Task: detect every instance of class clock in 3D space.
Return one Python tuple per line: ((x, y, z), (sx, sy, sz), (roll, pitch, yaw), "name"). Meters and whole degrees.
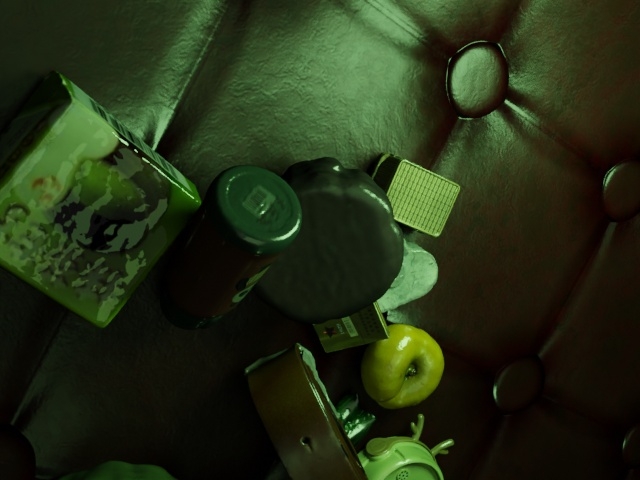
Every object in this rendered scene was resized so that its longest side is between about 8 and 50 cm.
((0.158, 0.518, 1.669), (0.235, 0.096, 0.308), (42, 84, -29), "clock")

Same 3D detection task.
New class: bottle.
((-0.159, 0.029, 1.251), (0.144, 0.336, 0.144), (15, 54, -22), "bottle")

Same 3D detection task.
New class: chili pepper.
((0.025, 0.405, 1.588), (0.098, 0.061, 0.224), (35, 91, -16), "chili pepper")

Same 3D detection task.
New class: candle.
((0.123, 0.062, 1.528), (0.192, 0.068, 0.169), (30, 92, -27), "candle")

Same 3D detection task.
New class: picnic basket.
((0.167, -0.085, 1.496), (0.164, 0.079, 0.115), (21, 96, -30), "picnic basket")

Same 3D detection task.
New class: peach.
((0.159, 0.251, 1.583), (0.179, 0.103, 0.179), (-8, 111, -22), "peach")

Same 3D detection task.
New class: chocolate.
((-0.366, -0.047, 1.207), (0.301, 0.137, 0.289), (41, 85, -31), "chocolate")

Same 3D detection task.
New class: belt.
((-0.012, 0.356, 1.451), (0.122, 0.217, 0.339), (-27, 100, 0), "belt")

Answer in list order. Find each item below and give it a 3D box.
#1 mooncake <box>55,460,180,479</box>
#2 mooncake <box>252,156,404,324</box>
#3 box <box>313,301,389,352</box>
((-0.348, 0.557, 1.351), (0.356, 0.194, 0.357), (-1, 95, -15), "mooncake")
((0.000, 0.000, 1.382), (0.283, 0.141, 0.283), (-1, 110, -3), "mooncake")
((0.055, 0.159, 1.506), (0.133, 0.023, 0.090), (-16, 115, 19), "box")
